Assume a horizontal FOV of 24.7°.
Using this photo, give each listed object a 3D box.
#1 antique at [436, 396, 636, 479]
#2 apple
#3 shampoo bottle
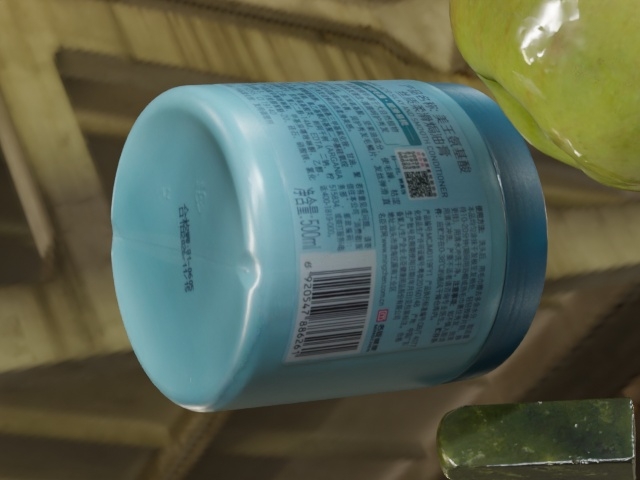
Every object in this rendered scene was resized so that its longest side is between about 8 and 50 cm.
[{"bbox_3d":[0.242,0.230,1.645,0.221,0.081,0.080,-3,-32,13],"label":"antique"},{"bbox_3d":[0.266,-0.195,1.202,0.305,0.338,0.338,-56,-25,-6],"label":"apple"},{"bbox_3d":[0.000,0.000,1.510,0.343,0.331,0.331,-4,-31,-34],"label":"shampoo bottle"}]
